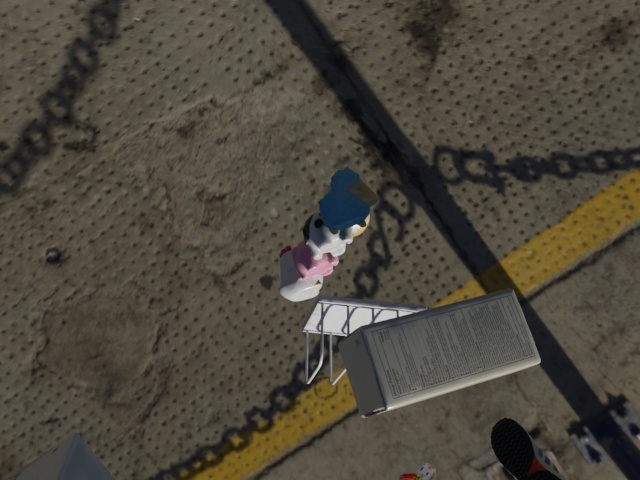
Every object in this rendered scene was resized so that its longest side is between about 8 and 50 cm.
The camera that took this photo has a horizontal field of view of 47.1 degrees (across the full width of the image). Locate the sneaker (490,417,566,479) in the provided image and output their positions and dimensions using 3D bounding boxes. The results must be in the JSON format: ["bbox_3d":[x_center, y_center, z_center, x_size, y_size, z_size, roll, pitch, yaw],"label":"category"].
[{"bbox_3d":[0.298,0.323,1.023,0.057,0.161,0.075,-39,135,1],"label":"sneaker"}]

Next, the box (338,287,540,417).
[{"bbox_3d":[0.205,0.194,1.276,0.311,0.121,0.147,-10,73,-22],"label":"box"}]

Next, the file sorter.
[{"bbox_3d":[0.109,0.266,1.839,0.278,0.173,0.193,6,150,-12],"label":"file sorter"}]

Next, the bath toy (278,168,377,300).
[{"bbox_3d":[0.000,0.000,1.541,0.152,0.129,0.348,-11,154,-30],"label":"bath toy"}]

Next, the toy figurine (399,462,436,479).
[{"bbox_3d":[0.104,0.500,1.148,0.217,0.362,0.191,3,100,-10],"label":"toy figurine"}]

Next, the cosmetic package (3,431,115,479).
[{"bbox_3d":[-0.380,0.368,0.678,0.377,0.284,0.097,-34,100,-4],"label":"cosmetic package"}]
